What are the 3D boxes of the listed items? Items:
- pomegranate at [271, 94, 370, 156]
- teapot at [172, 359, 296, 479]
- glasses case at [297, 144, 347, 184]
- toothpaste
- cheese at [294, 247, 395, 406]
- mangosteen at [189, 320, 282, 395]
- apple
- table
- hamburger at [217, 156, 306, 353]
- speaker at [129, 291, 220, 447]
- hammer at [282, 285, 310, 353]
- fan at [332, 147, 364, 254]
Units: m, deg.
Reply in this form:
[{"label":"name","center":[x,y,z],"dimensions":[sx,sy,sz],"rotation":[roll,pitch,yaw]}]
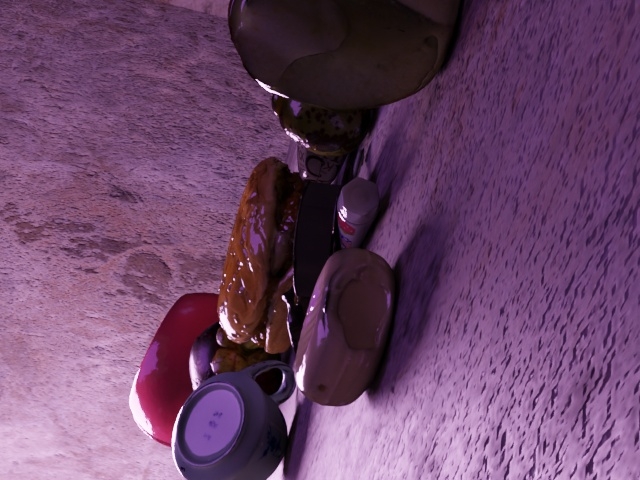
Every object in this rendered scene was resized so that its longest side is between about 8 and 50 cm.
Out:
[{"label":"pomegranate","center":[0.008,-0.184,1.411],"dimensions":[0.138,0.125,0.163],"rotation":[-103,27,-56]},{"label":"teapot","center":[-0.106,0.268,1.547],"dimensions":[0.159,0.159,0.232],"rotation":[127,169,-78]},{"label":"glasses case","center":[0.032,-0.247,1.541],"dimensions":[0.137,0.085,0.355],"rotation":[-96,19,-78]},{"label":"toothpaste","center":[0.036,-0.021,1.196],"dimensions":[0.194,0.042,0.067],"rotation":[97,-178,-76]},{"label":"cheese","center":[0.013,0.087,1.013],"dimensions":[0.227,0.064,0.137],"rotation":[121,165,-71]},{"label":"mangosteen","center":[-0.134,0.198,1.853],"dimensions":[0.180,0.166,0.166],"rotation":[119,165,-47]},{"label":"apple","center":[0.023,-0.214,0.996],"dimensions":[0.174,0.188,0.207],"rotation":[174,116,-80]},{"label":"table","center":[0.000,0.000,1.307],"dimensions":[0.133,0.043,0.134],"rotation":[6,-90,-83]},{"label":"hamburger","center":[-0.072,0.019,1.721],"dimensions":[0.260,0.144,0.283],"rotation":[-79,10,-56]},{"label":"speaker","center":[-0.222,0.243,2.083],"dimensions":[0.294,0.294,0.294],"rotation":[-167,90,-85]},{"label":"hammer","center":[-0.008,0.033,1.460],"dimensions":[0.297,0.027,0.125],"rotation":[-77,-19,-55]},{"label":"fan","center":[0.032,-0.043,1.308],"dimensions":[0.227,0.008,0.153],"rotation":[-75,-11,-51]}]
